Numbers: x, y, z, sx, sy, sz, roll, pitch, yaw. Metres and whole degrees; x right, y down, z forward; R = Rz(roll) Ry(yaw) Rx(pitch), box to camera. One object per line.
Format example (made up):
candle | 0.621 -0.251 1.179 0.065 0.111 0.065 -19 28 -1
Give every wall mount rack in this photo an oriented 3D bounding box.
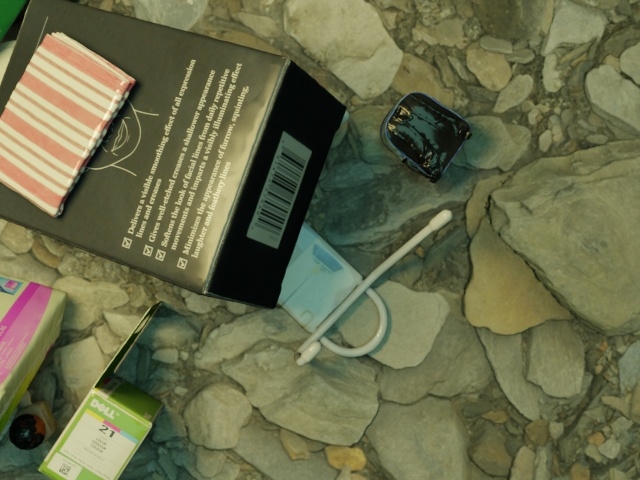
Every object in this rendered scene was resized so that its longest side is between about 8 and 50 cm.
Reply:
wall mount rack | 0.000 0.000 1.381 0.350 0.130 0.304 44 86 -4

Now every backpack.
backpack | 0.148 -0.157 1.418 0.114 0.084 0.105 36 88 -7

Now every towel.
towel | -0.322 -0.142 1.170 0.144 0.029 0.197 33 96 23

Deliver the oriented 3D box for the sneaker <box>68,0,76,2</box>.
sneaker | -0.393 -0.439 1.385 0.087 0.083 0.221 4 99 30

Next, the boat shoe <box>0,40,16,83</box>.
boat shoe | -0.501 -0.144 1.352 0.116 0.099 0.319 32 88 -24

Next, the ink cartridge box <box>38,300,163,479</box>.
ink cartridge box | -0.262 0.217 1.326 0.097 0.189 0.255 34 87 -3

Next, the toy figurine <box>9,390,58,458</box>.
toy figurine | -0.482 0.295 1.328 0.209 0.148 0.213 23 87 -4

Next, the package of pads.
package of pads | -0.489 0.134 1.258 0.229 0.296 0.101 16 114 -4

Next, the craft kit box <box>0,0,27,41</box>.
craft kit box | -0.453 -0.410 1.286 0.250 0.061 0.246 -50 57 18

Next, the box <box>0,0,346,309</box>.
box | -0.216 -0.114 1.251 0.395 0.212 0.293 19 88 22
